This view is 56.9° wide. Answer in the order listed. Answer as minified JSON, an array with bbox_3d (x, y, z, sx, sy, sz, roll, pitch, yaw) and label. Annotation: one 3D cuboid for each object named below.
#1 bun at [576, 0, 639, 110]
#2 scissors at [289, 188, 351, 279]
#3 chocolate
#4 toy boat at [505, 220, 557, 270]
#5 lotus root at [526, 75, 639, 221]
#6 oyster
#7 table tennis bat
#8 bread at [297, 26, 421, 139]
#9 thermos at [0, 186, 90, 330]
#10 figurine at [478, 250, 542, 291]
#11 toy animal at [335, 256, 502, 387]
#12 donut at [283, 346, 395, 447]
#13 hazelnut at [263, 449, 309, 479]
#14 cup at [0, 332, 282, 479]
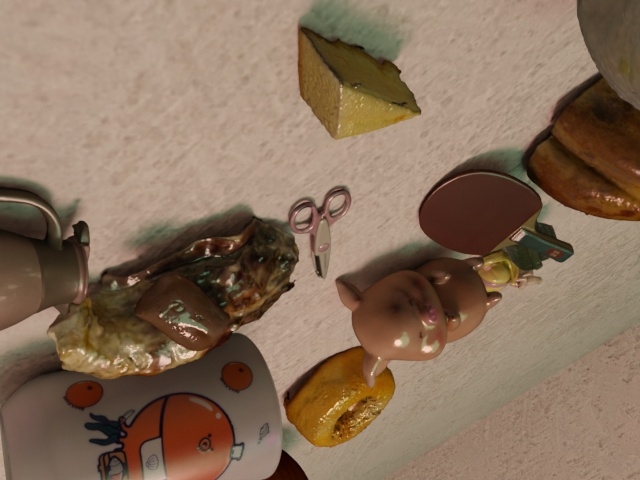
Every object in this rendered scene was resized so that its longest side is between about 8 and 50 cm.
[{"bbox_3d":[0.376,-0.245,0.442,0.362,0.361,0.211,-36,117,12],"label":"bun"},{"bbox_3d":[0.000,0.000,0.778,0.086,0.022,0.176,-23,147,-16],"label":"scissors"},{"bbox_3d":[-0.142,0.083,0.628,0.064,0.031,0.100,-45,122,-5],"label":"chocolate"},{"bbox_3d":[0.343,-0.019,0.982,0.085,0.078,0.260,-17,152,19],"label":"toy boat"},{"bbox_3d":[0.413,-0.106,0.815,0.199,0.179,0.188,-34,154,8],"label":"lotus root"},{"bbox_3d":[-0.141,0.077,0.706,0.271,0.100,0.275,-46,145,-1],"label":"oyster"},{"bbox_3d":[0.271,-0.022,0.875,0.274,0.021,0.154,21,132,-24],"label":"table tennis bat"},{"bbox_3d":[0.044,-0.145,0.527,0.109,0.084,0.080,-19,151,-16],"label":"bread"},{"bbox_3d":[-0.294,0.020,0.497,0.193,0.105,0.137,-6,112,-40],"label":"thermos"},{"bbox_3d":[0.365,0.060,1.140,0.188,0.083,0.083,6,136,-36],"label":"figurine"},{"bbox_3d":[0.158,0.109,0.955,0.250,0.166,0.154,-15,160,-30],"label":"toy animal"},{"bbox_3d":[0.047,0.328,1.249,0.254,0.118,0.253,-25,139,-24],"label":"donut"},{"bbox_3d":[-0.192,0.639,1.315,0.359,0.359,0.409,-41,140,20],"label":"hazelnut"},{"bbox_3d":[-0.239,0.256,0.785,0.318,0.212,0.212,-7,144,-31],"label":"cup"}]
